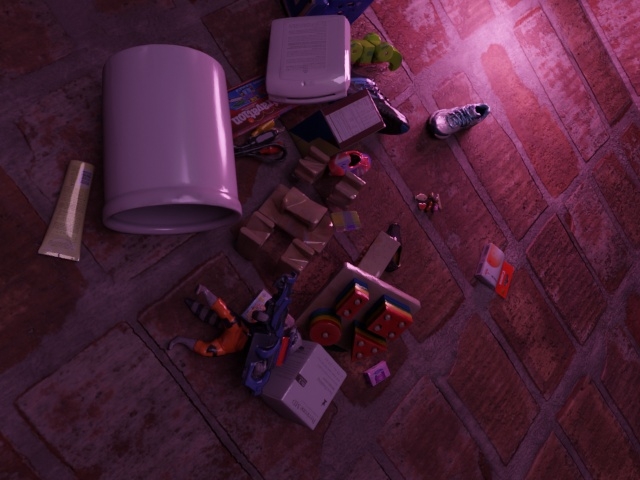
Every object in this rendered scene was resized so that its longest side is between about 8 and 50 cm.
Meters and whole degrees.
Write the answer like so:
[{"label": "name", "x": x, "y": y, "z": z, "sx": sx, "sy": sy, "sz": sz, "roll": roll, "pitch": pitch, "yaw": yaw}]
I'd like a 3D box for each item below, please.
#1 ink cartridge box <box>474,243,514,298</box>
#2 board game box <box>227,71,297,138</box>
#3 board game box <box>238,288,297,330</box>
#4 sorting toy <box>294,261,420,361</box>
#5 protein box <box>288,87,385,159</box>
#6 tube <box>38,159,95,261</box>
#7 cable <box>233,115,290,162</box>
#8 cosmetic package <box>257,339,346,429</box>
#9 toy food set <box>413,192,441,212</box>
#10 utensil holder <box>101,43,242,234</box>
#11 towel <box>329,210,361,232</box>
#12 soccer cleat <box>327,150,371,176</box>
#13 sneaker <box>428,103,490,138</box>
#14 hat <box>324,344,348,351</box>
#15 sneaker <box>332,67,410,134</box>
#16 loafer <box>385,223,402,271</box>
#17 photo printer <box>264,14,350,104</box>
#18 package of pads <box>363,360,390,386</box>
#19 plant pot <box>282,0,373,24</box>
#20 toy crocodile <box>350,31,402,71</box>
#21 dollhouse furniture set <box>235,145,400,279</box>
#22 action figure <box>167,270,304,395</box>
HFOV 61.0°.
[{"label": "ink cartridge box", "x": 0.680, "y": 0.118, "z": 2.077, "sx": 0.179, "sy": 0.045, "sz": 0.145, "roll": 33, "pitch": 66, "yaw": -19}, {"label": "board game box", "x": -0.202, "y": -0.412, "z": 1.626, "sx": 0.281, "sy": 0.027, "sz": 0.145, "roll": -36, "pitch": 79, "yaw": -31}, {"label": "board game box", "x": -0.147, "y": 0.230, "z": 1.563, "sx": 0.154, "sy": 0.026, "sz": 0.103, "roll": 47, "pitch": 61, "yaw": -15}, {"label": "sorting toy", "x": 0.099, "y": 0.222, "z": 1.485, "sx": 0.257, "sy": 0.255, "sz": 0.089, "roll": 28, "pitch": 32, "yaw": -19}, {"label": "protein box", "x": 0.050, "y": -0.350, "z": 1.692, "sx": 0.201, "sy": 0.200, "sz": 0.136, "roll": -33, "pitch": 99, "yaw": -32}, {"label": "tube", "x": -0.612, "y": -0.075, "z": 1.328, "sx": 0.070, "sy": 0.062, "sz": 0.240, "roll": 6, "pitch": 79, "yaw": 15}, {"label": "cable", "x": -0.214, "y": -0.270, "z": 1.618, "sx": 0.287, "sy": 0.072, "sz": 0.139, "roll": -26, "pitch": 102, "yaw": -20}, {"label": "cosmetic package", "x": -0.059, "y": 0.389, "z": 1.498, "sx": 0.151, "sy": 0.151, "sz": 0.184, "roll": 50, "pitch": 60, "yaw": -27}, {"label": "toy food set", "x": 0.395, "y": -0.135, "z": 1.967, "sx": 0.122, "sy": 0.019, "sz": 0.078, "roll": -10, "pitch": 86, "yaw": -32}, {"label": "utensil holder", "x": -0.372, "y": -0.233, "z": 1.348, "sx": 0.327, "sy": 0.327, "sz": 0.385, "roll": 1, "pitch": 77, "yaw": -31}, {"label": "towel", "x": 0.069, "y": -0.053, "z": 1.520, "sx": 0.083, "sy": 0.009, "sz": 0.060, "roll": -9, "pitch": 68, "yaw": -19}, {"label": "soccer cleat", "x": 0.113, "y": -0.251, "z": 1.741, "sx": 0.248, "sy": 0.095, "sz": 0.083, "roll": -16, "pitch": 88, "yaw": -55}, {"label": "sneaker", "x": 0.527, "y": -0.469, "z": 2.051, "sx": 0.283, "sy": 0.122, "sz": 0.110, "roll": -25, "pitch": 94, "yaw": -32}, {"label": "hat", "x": 0.071, "y": 0.228, "z": 1.680, "sx": 0.183, "sy": 0.173, "sz": 0.208, "roll": -61, "pitch": 139, "yaw": -59}, {"label": "sneaker", "x": 0.177, "y": -0.480, "z": 1.841, "sx": 0.341, "sy": 0.125, "sz": 0.140, "roll": 28, "pitch": 66, "yaw": -25}, {"label": "loafer", "x": 0.254, "y": 0.022, "z": 1.826, "sx": 0.062, "sy": 0.061, "sz": 0.170, "roll": 13, "pitch": 73, "yaw": -28}, {"label": "photo printer", "x": -0.036, "y": -0.537, "z": 1.634, "sx": 0.256, "sy": 0.107, "sz": 0.307, "roll": -2, "pitch": 60, "yaw": 5}, {"label": "package of pads", "x": 0.180, "y": 0.423, "z": 1.721, "sx": 0.083, "sy": 0.032, "sz": 0.050, "roll": -23, "pitch": 92, "yaw": -32}, {"label": "plant pot", "x": 0.002, "y": -0.811, "z": 1.742, "sx": 0.212, "sy": 0.236, "sz": 0.236, "roll": -22, "pitch": 93, "yaw": -26}, {"label": "toy crocodile", "x": 0.137, "y": -0.649, "z": 1.869, "sx": 0.340, "sy": 0.105, "sz": 0.115, "roll": -8, "pitch": 43, "yaw": -31}, {"label": "dollhouse furniture set", "x": 0.000, "y": 0.000, "z": 1.628, "sx": 0.394, "sy": 0.256, "sz": 0.362, "roll": 35, "pitch": 62, "yaw": 2}, {"label": "action figure", "x": -0.187, "y": 0.206, "z": 1.425, "sx": 0.330, "sy": 0.178, "sz": 0.341, "roll": 23, "pitch": 96, "yaw": -18}]
